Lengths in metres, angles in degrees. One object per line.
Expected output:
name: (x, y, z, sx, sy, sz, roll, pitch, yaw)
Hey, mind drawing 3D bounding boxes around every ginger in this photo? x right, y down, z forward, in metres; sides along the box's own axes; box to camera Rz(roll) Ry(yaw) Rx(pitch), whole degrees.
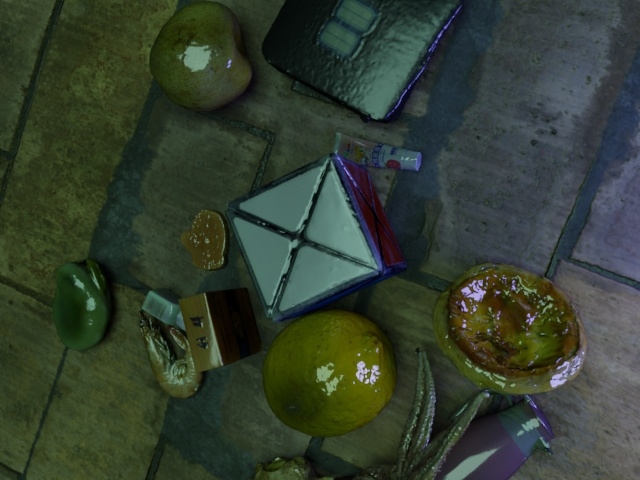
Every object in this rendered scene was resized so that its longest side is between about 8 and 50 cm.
ginger: (-0.070, 0.542, 1.405, 0.216, 0.102, 0.157, -22, 89, 18)

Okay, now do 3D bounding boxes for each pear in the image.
pear: (-0.267, -0.400, 1.434, 0.211, 0.188, 0.229, -16, 85, 8)

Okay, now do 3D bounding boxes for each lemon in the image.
lemon: (0.012, 0.267, 1.306, 0.310, 0.253, 0.254, -31, 80, 36)

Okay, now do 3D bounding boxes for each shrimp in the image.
shrimp: (-0.349, 0.256, 1.510, 0.133, 0.053, 0.236, -26, 90, 30)

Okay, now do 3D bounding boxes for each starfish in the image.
starfish: (0.142, 0.399, 1.201, 0.132, 0.398, 0.384, 25, 89, 2)

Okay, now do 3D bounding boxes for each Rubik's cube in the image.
Rubik's cube: (0.000, 0.000, 1.318, 0.260, 0.259, 0.255, -24, 81, 19)

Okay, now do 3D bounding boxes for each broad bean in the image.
broad bean: (-0.573, 0.152, 1.574, 0.169, 0.100, 0.228, 26, 109, 24)

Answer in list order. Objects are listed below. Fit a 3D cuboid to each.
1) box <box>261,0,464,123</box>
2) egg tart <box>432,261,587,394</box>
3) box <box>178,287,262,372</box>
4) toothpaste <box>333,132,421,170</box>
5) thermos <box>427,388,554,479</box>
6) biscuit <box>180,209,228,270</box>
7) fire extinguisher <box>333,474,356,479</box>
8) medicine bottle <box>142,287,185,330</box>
box: (0.085, -0.459, 1.382, 0.359, 0.091, 0.350, 32, 97, 15)
egg tart: (0.356, 0.176, 1.248, 0.290, 0.115, 0.290, 1, 54, -2)
box: (-0.205, 0.183, 1.383, 0.070, 0.237, 0.152, -16, 85, 11)
toothpaste: (0.117, -0.185, 1.395, 0.194, 0.043, 0.067, 12, 96, 22)
thermos: (0.317, 0.400, 1.279, 0.265, 0.146, 0.176, -38, 48, 9)
biscuit: (-0.268, -0.001, 1.516, 0.118, 0.023, 0.140, 7, 92, 17)
fire extinguisher: (0.079, 0.526, 1.398, 0.100, 0.032, 0.046, -18, 73, 22)
medicine bottle: (-0.342, 0.160, 1.508, 0.117, 0.074, 0.055, 28, 96, 14)
